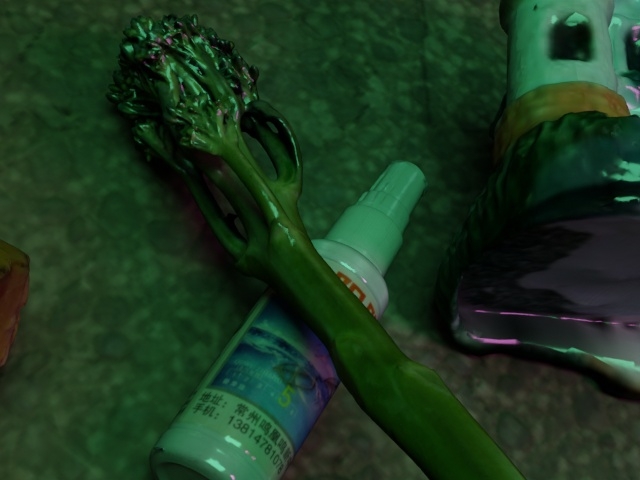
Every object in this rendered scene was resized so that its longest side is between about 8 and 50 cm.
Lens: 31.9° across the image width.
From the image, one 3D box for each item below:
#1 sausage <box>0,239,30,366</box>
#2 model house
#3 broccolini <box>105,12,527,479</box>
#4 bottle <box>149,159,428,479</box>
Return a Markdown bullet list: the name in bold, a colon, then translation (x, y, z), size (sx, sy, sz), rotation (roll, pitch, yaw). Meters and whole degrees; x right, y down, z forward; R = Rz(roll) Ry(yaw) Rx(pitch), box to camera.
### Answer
- **sausage**: translation (-0.259, -0.010, 0.485), size (0.271, 0.109, 0.109), rotation (31, 56, 1)
- **model house**: translation (0.195, -0.067, 0.618), size (0.253, 0.184, 0.291), rotation (8, 52, -7)
- **broccolini**: translation (-0.005, 0.003, 0.489), size (0.074, 0.078, 0.392), rotation (24, 17, -44)
- **bottle**: translation (-0.005, 0.038, 0.557), size (0.060, 0.060, 0.217), rotation (31, 55, 4)
